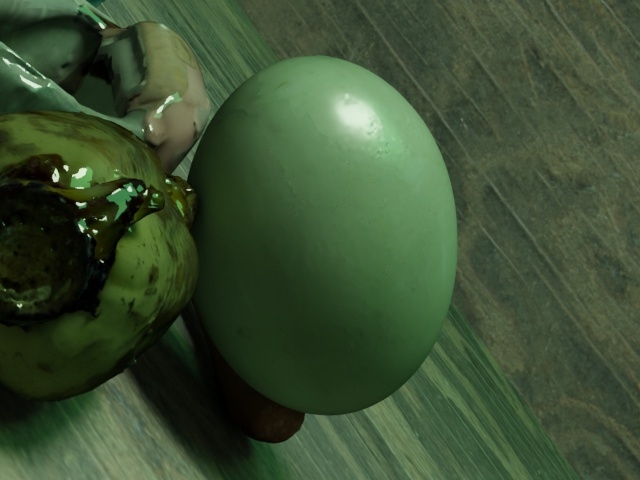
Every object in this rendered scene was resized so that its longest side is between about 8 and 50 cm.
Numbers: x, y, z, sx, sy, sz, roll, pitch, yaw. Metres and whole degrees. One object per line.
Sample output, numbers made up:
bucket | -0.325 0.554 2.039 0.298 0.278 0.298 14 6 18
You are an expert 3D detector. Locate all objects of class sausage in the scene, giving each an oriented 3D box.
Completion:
sausage | -0.079 0.057 1.361 0.078 0.078 0.304 41 16 -49

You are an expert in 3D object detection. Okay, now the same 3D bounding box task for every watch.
watch | -0.221 -0.123 1.191 0.241 0.162 0.253 34 14 -24

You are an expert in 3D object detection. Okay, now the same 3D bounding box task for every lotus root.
lotus root | -0.150 0.005 0.998 0.173 0.173 0.309 53 8 2

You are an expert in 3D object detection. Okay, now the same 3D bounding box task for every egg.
egg | 0.000 0.000 1.191 0.203 0.203 0.283 -112 -168 -57

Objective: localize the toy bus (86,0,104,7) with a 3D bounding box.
toy bus | -0.270 -0.276 1.424 0.128 0.147 0.256 54 5 12
